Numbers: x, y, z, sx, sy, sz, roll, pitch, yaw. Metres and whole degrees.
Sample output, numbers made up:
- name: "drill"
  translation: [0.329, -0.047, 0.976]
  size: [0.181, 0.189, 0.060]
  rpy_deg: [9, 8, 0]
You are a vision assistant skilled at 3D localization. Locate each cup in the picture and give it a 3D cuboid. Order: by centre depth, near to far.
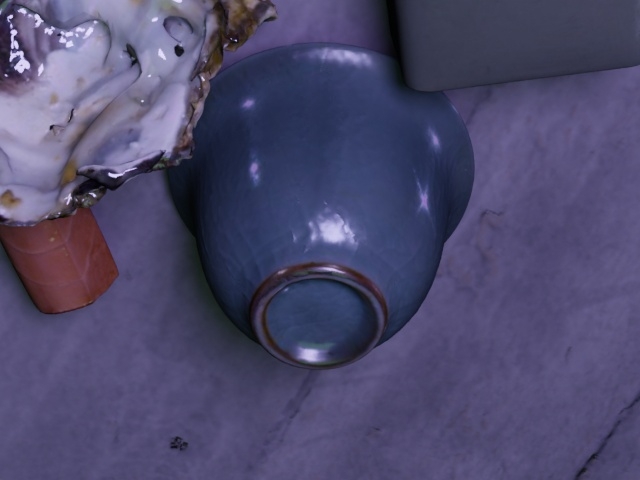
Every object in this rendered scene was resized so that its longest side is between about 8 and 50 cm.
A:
- name: "cup"
  translation: [0.000, 0.000, 0.918]
  size: [0.199, 0.150, 0.199]
  rpy_deg: [0, 128, 0]

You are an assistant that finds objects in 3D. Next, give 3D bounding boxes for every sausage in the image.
- name: "sausage"
  translation: [-0.188, -0.037, 0.956]
  size: [0.065, 0.065, 0.169]
  rpy_deg: [-19, 117, 5]

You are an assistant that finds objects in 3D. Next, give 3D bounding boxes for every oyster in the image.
- name: "oyster"
  translation: [-0.160, -0.108, 0.880]
  size: [0.223, 0.214, 0.083]
  rpy_deg: [25, 157, 8]

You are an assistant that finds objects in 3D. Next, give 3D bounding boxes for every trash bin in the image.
- name: "trash bin"
  translation: [0.105, -0.220, 0.852]
  size: [0.164, 0.122, 0.240]
  rpy_deg: [-6, 120, -1]
